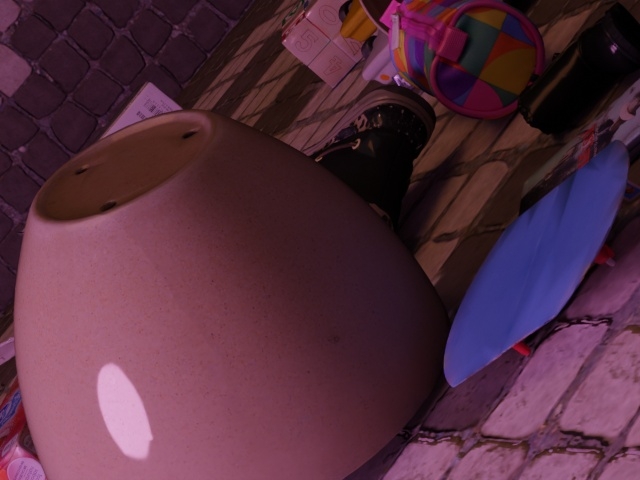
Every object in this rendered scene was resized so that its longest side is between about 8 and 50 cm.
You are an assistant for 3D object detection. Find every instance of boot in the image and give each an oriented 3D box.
[{"bbox_3d":[-0.001,-0.001,1.435,0.236,0.085,0.178,-47,17,40],"label":"boot"},{"bbox_3d":[0.180,-0.114,1.220,0.099,0.045,0.121,-43,6,17],"label":"boot"}]

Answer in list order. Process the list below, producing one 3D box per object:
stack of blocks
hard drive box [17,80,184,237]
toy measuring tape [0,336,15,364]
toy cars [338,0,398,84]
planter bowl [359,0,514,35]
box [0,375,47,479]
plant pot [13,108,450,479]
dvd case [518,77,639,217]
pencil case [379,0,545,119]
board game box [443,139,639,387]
[{"bbox_3d":[0.081,-0.338,2.153,0.297,0.087,0.171,-47,12,13],"label":"stack of blocks"},{"bbox_3d":[-0.213,-0.042,2.084,0.232,0.181,0.089,-51,12,-9],"label":"hard drive box"},{"bbox_3d":[-0.196,0.094,1.682,0.330,0.121,0.121,-34,13,4],"label":"toy measuring tape"},{"bbox_3d":[0.102,-0.265,1.881,0.176,0.087,0.394,-59,14,13],"label":"toy cars"},{"bbox_3d":[0.125,-0.262,1.656,0.162,0.162,0.109,-43,-13,27],"label":"planter bowl"},{"bbox_3d":[-0.216,0.181,1.536,0.122,0.128,0.257,-44,13,24],"label":"box"},{"bbox_3d":[-0.084,0.030,1.126,0.284,0.191,0.284,-22,26,11],"label":"plant pot"},{"bbox_3d":[0.172,-0.051,1.131,0.119,0.013,0.087,-42,14,28],"label":"dvd case"},{"bbox_3d":[0.114,-0.159,1.468,0.104,0.104,0.236,-49,13,2],"label":"pencil case"},{"bbox_3d":[0.133,0.022,1.007,0.168,0.033,0.133,-43,18,49],"label":"board game box"}]
